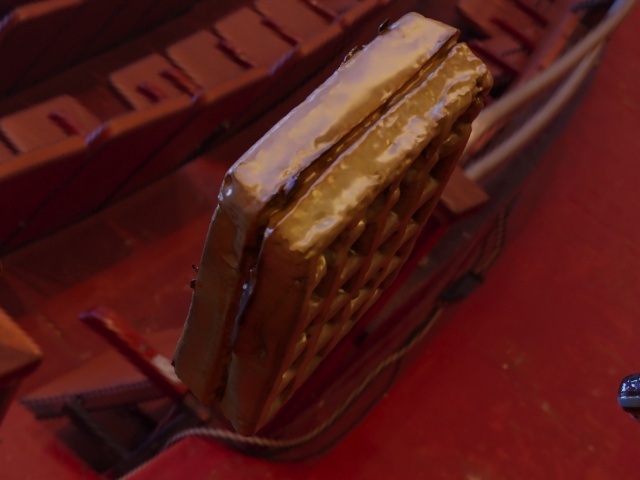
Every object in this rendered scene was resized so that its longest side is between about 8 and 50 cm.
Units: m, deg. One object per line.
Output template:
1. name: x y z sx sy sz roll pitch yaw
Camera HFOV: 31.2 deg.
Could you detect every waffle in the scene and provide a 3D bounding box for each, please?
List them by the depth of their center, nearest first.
1. waffle: 0.000 0.000 0.854 0.098 0.327 0.224 39 60 9

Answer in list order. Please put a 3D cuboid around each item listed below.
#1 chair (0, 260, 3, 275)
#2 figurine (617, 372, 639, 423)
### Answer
1. chair: -0.367 -0.006 0.777 0.272 0.166 0.188 39 36 19
2. figurine: 0.337 0.167 1.139 0.106 0.060 0.047 44 52 -40
